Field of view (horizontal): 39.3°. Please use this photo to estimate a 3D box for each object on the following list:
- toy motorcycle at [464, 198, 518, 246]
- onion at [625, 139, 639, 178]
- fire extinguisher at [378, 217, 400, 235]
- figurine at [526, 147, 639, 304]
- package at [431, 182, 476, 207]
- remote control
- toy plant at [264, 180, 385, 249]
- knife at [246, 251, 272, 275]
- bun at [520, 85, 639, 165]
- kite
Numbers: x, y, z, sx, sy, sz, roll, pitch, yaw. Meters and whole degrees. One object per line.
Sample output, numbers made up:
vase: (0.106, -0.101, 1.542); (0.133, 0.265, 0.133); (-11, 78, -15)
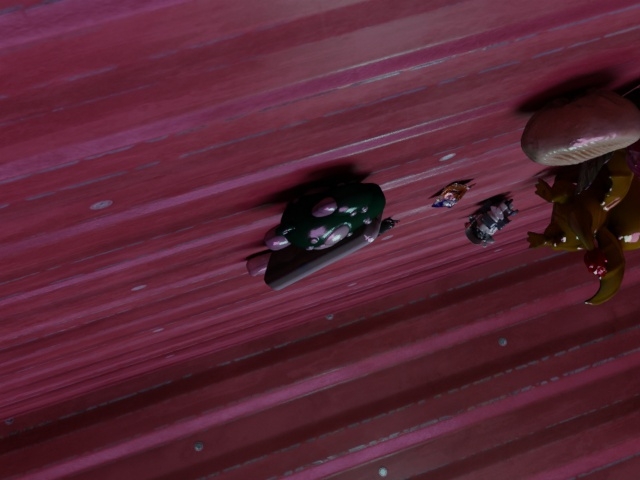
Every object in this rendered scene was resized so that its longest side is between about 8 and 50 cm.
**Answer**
toy motorcycle: (0.470, -0.055, 2.479); (0.150, 0.102, 0.221); (-40, 171, 0)
onion: (0.823, -0.217, 2.153); (0.177, 0.154, 0.177); (-9, 162, -3)
fire extinguisher: (0.158, -0.036, 2.209); (0.038, 0.025, 0.083); (16, 151, -30)
figurine: (0.744, -0.047, 2.350); (0.387, 0.401, 0.268); (-7, -176, -29)
package: (0.311, -0.108, 2.106); (0.077, 0.033, 0.111); (12, 142, -23)
remote control: (0.000, 0.000, 1.911); (0.065, 0.128, 0.335); (36, 137, -26)
toy plant: (0.009, -0.046, 1.688); (0.232, 0.113, 0.243); (-29, 172, 28)
knife: (-0.016, 0.015, 2.131); (0.335, 0.043, 0.081); (-19, 175, -12)
bun: (0.472, -0.216, 1.636); (0.222, 0.128, 0.222); (-8, 172, -1)
kite: (0.585, -0.220, 1.741); (0.323, 0.013, 0.268); (-54, -165, 7)
